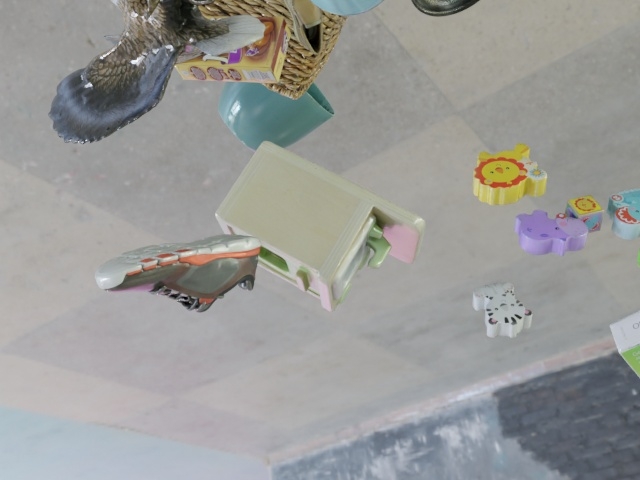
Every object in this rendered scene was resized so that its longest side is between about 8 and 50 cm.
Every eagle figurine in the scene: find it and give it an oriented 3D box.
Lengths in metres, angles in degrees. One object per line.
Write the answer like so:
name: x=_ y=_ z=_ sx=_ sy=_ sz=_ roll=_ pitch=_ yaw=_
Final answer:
eagle figurine: x=-0.225 y=-0.264 z=0.944 sx=0.227 sy=0.225 sz=0.298 roll=-3 pitch=151 yaw=-28

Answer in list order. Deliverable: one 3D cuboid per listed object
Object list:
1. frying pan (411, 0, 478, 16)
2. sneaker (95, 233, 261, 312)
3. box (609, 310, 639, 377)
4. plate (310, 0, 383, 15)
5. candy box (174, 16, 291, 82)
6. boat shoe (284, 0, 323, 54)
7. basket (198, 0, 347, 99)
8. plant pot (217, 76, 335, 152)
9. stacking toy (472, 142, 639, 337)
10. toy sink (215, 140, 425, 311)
frying pan: x=0.176 y=-0.462 z=1.203 sx=0.327 sy=0.053 sz=0.197 roll=-10 pitch=146 yaw=-24
sneaker: x=-0.113 y=0.035 z=0.620 sx=0.158 sy=0.064 sz=0.061 roll=-10 pitch=-167 yaw=-39
box: x=0.573 y=0.169 z=0.977 sx=0.232 sy=0.058 sz=0.322 roll=-32 pitch=123 yaw=23
plate: x=0.007 y=-0.279 z=0.587 sx=0.024 sy=0.188 sz=0.188 roll=-22 pitch=159 yaw=-34
candy box: x=-0.157 y=-0.340 z=1.281 sx=0.187 sy=0.109 sz=0.053 roll=5 pitch=158 yaw=18
boat shoe: x=-0.022 y=-0.419 z=1.317 sx=0.068 sy=0.072 sz=0.190 roll=-25 pitch=150 yaw=0
basket: x=-0.110 y=-0.477 z=1.552 sx=0.299 sy=0.213 sz=0.223 roll=27 pitch=115 yaw=2
plant pot: x=-0.142 y=-0.383 z=2.013 sx=0.235 sy=0.293 sz=0.293 roll=-40 pitch=141 yaw=15
stacking toy: x=0.227 y=-0.014 z=0.587 sx=0.221 sy=0.052 sz=0.166 roll=-14 pitch=132 yaw=-6
toy sink: x=0.000 y=0.000 z=0.948 sx=0.234 sy=0.131 sz=0.152 roll=28 pitch=165 yaw=12
